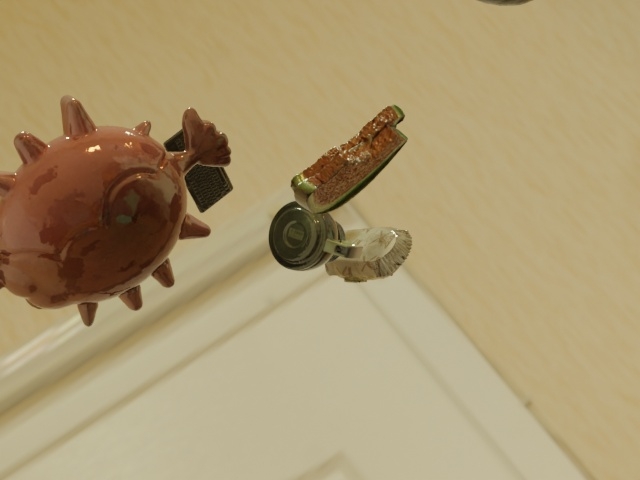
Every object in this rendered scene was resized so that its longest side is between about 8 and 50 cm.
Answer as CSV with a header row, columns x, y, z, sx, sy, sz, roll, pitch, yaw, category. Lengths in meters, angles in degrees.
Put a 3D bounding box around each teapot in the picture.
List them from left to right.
x,y,z,sx,sy,sz,roll,pitch,yaw,category
0.000,0.000,1.332,0.057,0.088,0.066,8,-81,-57,teapot

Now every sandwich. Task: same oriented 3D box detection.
x,y,z,sx,sy,sz,roll,pitch,yaw,category
0.018,-0.057,1.097,0.135,0.029,0.067,-33,-21,-44,sandwich

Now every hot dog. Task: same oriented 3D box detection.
x,y,z,sx,sy,sz,roll,pitch,yaw,category
0.070,0.021,2.191,0.192,0.053,0.099,-5,42,54,hot dog

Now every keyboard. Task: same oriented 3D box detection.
x,y,z,sx,sy,sz,roll,pitch,yaw,category
-0.142,-0.085,1.673,0.053,0.010,0.155,-38,-31,-8,keyboard

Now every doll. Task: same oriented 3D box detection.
x,y,z,sx,sy,sz,roll,pitch,yaw,category
-0.195,-0.028,1.284,0.262,0.093,0.211,-39,-58,-13,doll

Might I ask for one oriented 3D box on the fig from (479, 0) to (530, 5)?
x,y,z,sx,sy,sz,roll,pitch,yaw,category
0.150,-0.304,1.387,0.133,0.185,0.126,-12,-55,-41,fig
